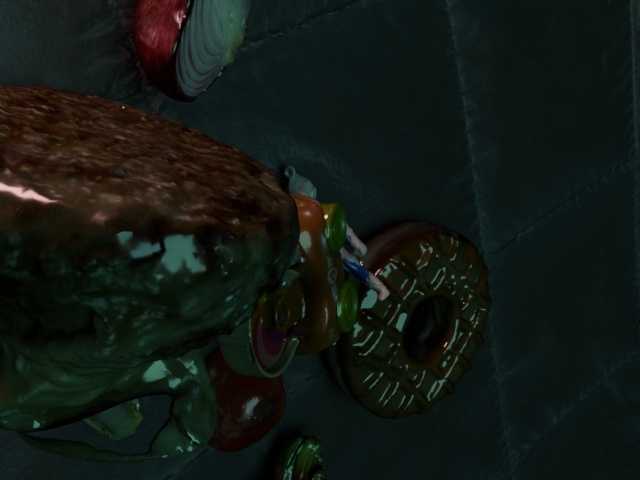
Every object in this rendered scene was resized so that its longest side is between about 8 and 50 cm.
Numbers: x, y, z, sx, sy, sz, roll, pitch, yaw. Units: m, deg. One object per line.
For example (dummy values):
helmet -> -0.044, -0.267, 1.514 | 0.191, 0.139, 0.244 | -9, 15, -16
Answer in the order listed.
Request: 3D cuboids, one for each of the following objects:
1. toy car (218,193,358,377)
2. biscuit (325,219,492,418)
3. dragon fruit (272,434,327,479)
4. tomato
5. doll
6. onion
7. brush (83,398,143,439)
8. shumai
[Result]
toy car -> -0.058, 0.065, 0.940 | 0.235, 0.145, 0.235 | 1, 90, -68
biscuit -> 0.146, 0.128, 1.209 | 0.332, 0.103, 0.332 | -13, 112, -35
dragon fruit -> -0.014, 0.444, 1.140 | 0.200, 0.198, 0.269 | 33, 68, -29
tomato -> -0.102, 0.230, 1.049 | 0.139, 0.091, 0.159 | -12, 113, -34
doll -> 0.000, 0.000, 1.053 | 0.057, 0.114, 0.227 | -36, 99, -52
onion -> -0.154, -0.269, 0.841 | 0.206, 0.098, 0.151 | -64, 156, -13
brush -> -0.304, 0.132, 0.876 | 0.072, 0.067, 0.313 | -43, 124, -19
shumai -> -0.235, 0.044, 0.729 | 0.395, 0.395, 0.348 | 5, 115, -40
